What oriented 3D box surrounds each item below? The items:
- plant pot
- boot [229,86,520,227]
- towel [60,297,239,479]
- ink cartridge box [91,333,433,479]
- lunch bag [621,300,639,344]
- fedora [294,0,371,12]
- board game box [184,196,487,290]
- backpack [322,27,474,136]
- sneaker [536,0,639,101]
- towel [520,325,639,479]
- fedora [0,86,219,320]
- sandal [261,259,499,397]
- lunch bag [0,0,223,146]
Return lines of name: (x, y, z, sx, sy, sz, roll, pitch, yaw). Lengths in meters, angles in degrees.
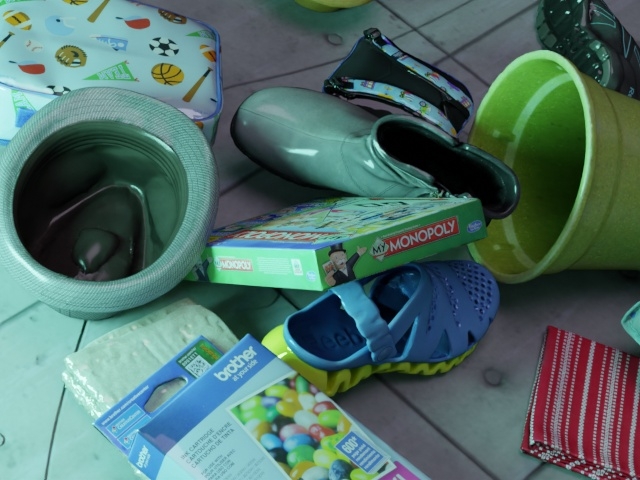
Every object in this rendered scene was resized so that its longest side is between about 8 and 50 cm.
plant pot: (0.344, -0.068, 2.115, 0.254, 0.276, 0.276, 10, 45, -26)
boot: (0.060, -0.108, 1.996, 0.338, 0.223, 0.118, 19, 82, 2)
towel: (-0.124, 0.190, 1.842, 0.187, 0.049, 0.282, -24, 61, -34)
ink cartridge box: (-0.054, 0.217, 1.769, 0.311, 0.065, 0.186, 36, 48, 16)
lunch bag: (0.503, 0.044, 1.993, 0.223, 0.262, 0.160, -21, 69, -47)
fedora: (0.000, -0.369, 2.384, 0.194, 0.079, 0.194, 10, 52, -13)
board game box: (0.000, 0.000, 1.915, 0.214, 0.317, 0.046, -17, 100, -31)
backpack: (0.093, -0.158, 2.190, 0.173, 0.117, 0.158, 27, 45, 8)
sneaker: (0.372, -0.266, 2.418, 0.106, 0.101, 0.267, 20, 40, -31)
towel: (0.371, 0.207, 2.000, 0.275, 0.031, 0.199, 19, 44, 0)
fedora: (-0.240, -0.021, 1.943, 0.244, 0.124, 0.275, 13, 57, -2)
sandal: (0.088, 0.076, 1.944, 0.317, 0.138, 0.126, -18, 57, -42)
lunch bag: (-0.266, -0.186, 2.091, 0.303, 0.115, 0.243, 8, 42, -11)
